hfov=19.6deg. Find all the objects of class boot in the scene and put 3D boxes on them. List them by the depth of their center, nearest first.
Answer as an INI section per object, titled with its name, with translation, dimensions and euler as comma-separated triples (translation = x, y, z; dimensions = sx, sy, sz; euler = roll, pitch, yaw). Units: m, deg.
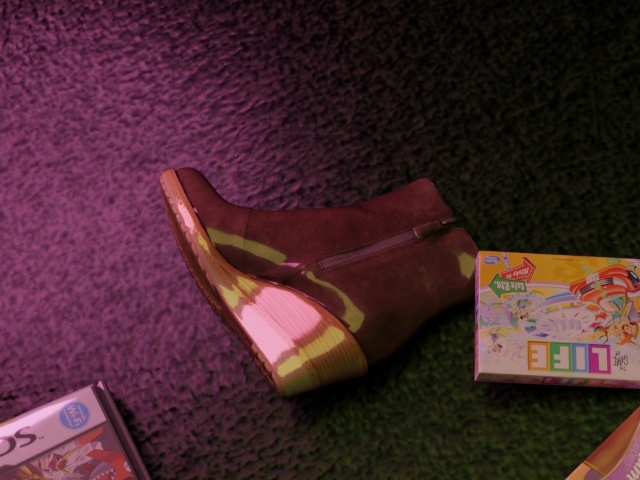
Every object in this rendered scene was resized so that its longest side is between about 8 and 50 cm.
[boot]
translation = 0.000, 0.000, 1.562
dimensions = 0.207, 0.090, 0.248
euler = -29, 64, -14

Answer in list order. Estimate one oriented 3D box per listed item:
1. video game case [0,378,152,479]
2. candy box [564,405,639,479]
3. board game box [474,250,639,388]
[video game case]
translation = -0.232, 0.275, 1.478
dimensions = 0.248, 0.035, 0.275
euler = -23, 65, -14
[candy box]
translation = 0.254, 0.201, 1.430
dimensions = 0.187, 0.053, 0.109
euler = -43, 67, -5
[board game box]
translation = 0.201, 0.064, 1.489
dimensions = 0.154, 0.026, 0.103
euler = 3, 69, -3
